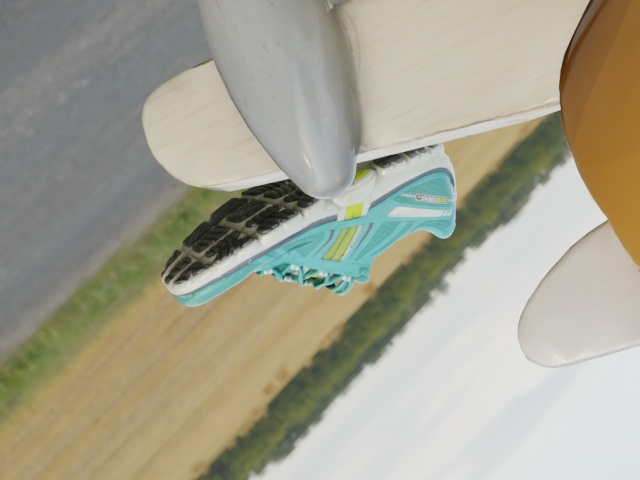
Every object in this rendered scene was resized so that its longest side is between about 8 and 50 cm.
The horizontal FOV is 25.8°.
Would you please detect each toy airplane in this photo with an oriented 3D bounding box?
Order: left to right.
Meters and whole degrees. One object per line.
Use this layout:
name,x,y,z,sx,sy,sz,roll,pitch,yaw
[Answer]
toy airplane,0.125,-0.135,0.633,0.386,0.384,0.272,-56,143,-3

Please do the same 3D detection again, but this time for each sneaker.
sneaker,0.000,0.000,1.187,0.275,0.110,0.107,-23,-159,-16

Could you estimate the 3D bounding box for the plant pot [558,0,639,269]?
plant pot,0.156,-0.063,0.294,0.205,0.205,0.188,-43,174,-47
